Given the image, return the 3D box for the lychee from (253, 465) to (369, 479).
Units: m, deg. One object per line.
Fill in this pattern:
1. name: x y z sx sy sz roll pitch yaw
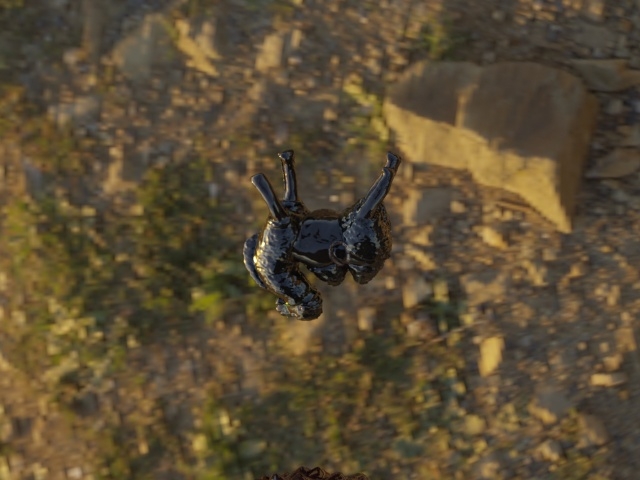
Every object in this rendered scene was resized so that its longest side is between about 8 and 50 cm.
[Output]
1. lychee: 0.015 0.336 1.412 0.306 0.330 0.306 -33 52 56

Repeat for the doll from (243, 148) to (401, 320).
1. doll: 0.000 0.000 1.510 0.139 0.057 0.165 2 118 5
